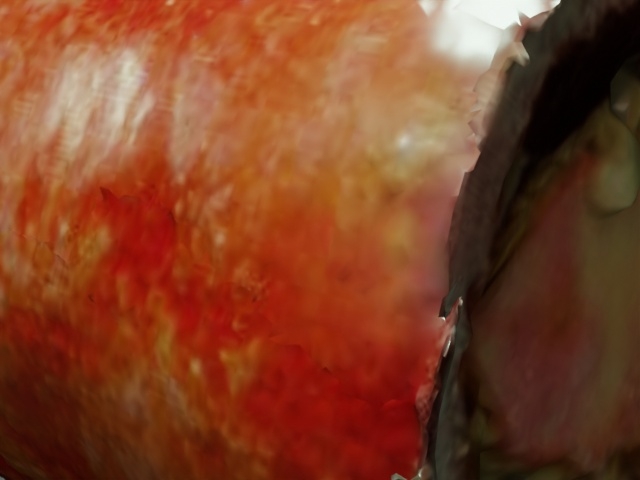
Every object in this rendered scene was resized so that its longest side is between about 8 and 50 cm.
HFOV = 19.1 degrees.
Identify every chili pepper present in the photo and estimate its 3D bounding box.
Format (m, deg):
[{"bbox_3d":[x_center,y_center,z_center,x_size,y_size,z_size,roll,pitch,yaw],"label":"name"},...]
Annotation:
[{"bbox_3d":[0.000,0.000,0.633,0.305,0.229,0.251,8,99,46],"label":"chili pepper"}]
